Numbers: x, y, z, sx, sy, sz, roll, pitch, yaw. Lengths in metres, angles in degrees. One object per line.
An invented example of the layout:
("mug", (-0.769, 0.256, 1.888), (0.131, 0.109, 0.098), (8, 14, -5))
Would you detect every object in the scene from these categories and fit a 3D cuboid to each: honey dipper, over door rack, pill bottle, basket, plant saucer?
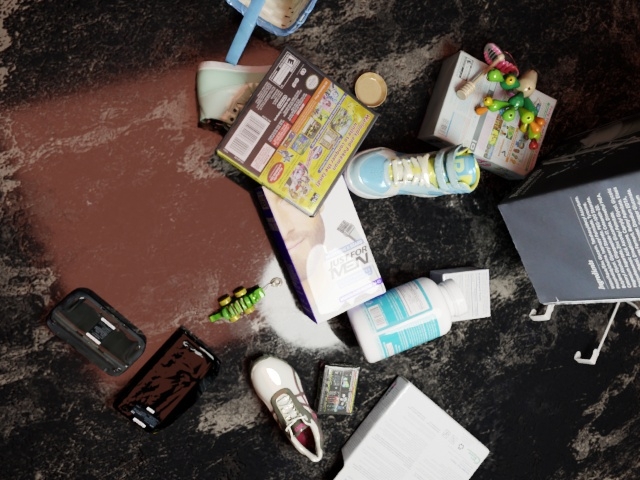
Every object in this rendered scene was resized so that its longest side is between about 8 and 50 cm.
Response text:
("honey dipper", (0.390, -0.400, 1.168), (0.160, 0.030, 0.030), (-46, 104, -13))
("over door rack", (0.787, 0.169, 1.377), (0.239, 0.108, 0.324), (42, 81, -14))
("pill bottle", (0.207, 0.179, 1.153), (0.264, 0.146, 0.146), (-21, 99, -2))
("basket", (-0.104, -0.522, 0.981), (0.201, 0.255, 0.288), (24, 57, -20))
("plant saucer", (0.122, -0.369, 1.190), (0.084, 0.015, 0.083), (-1, 93, -16))

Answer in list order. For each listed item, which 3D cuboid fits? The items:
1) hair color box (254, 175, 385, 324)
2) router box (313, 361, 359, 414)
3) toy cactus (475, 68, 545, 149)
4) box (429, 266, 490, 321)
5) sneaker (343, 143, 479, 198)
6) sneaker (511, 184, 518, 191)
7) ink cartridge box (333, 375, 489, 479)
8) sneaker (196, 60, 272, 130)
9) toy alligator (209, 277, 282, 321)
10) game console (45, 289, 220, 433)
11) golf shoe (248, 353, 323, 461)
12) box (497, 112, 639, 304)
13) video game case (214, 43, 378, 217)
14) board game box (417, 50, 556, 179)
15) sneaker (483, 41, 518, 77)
("hair color box", (0.000, 0.000, 1.126), (0.185, 0.110, 0.338), (-24, 98, -14))
("router box", (0.040, 0.363, 1.193), (0.092, 0.038, 0.122), (9, 91, -17))
("toy cactus", (0.475, -0.339, 1.172), (0.219, 0.112, 0.180), (40, 63, -12))
("box", (0.363, 0.138, 1.262), (0.137, 0.072, 0.126), (-4, 94, -16))
("sneaker", (0.227, -0.164, 1.105), (0.319, 0.208, 0.126), (-5, 92, -30))
("sneaker", (0.573, -0.026, 1.306), (0.091, 0.094, 0.258), (-33, 103, -17))
("ink cartridge box", (0.222, 0.573, 1.246), (0.324, 0.071, 0.330), (43, 84, -15))
("sneaker", (-0.143, -0.303, 1.070), (0.256, 0.094, 0.150), (1, 87, -7))
("toy alligator", (-0.166, 0.137, 1.110), (0.190, 0.051, 0.056), (-28, 101, -14))
("game console", (-0.408, 0.242, 1.048), (0.361, 0.044, 0.213), (45, 79, -15))
("golf shoe", (-0.068, 0.383, 1.121), (0.105, 0.120, 0.272), (-33, 100, -11))
("box", (0.758, -0.105, 1.090), (0.480, 0.472, 0.297), (-36, 102, -37))
("video game case", (-0.045, -0.228, 1.030), (0.248, 0.035, 0.274), (34, 82, -14))
("board game box", (0.429, -0.311, 1.247), (0.304, 0.097, 0.223), (20, 88, -16))
("sneaker", (0.482, -0.484, 1.286), (0.119, 0.047, 0.057), (39, 60, -16))
